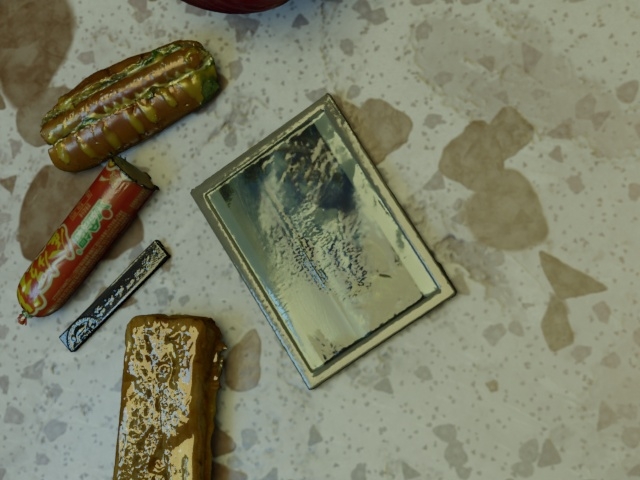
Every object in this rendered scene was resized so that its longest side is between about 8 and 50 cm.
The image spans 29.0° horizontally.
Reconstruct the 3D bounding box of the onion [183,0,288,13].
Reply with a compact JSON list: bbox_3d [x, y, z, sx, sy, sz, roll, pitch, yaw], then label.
[{"bbox_3d":[-0.105,-0.456,1.520,0.353,0.353,0.354,-2,83,16],"label":"onion"}]

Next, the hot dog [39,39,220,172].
[{"bbox_3d":[-0.261,-0.187,1.667,0.269,0.072,0.115,-30,69,12],"label":"hot dog"}]

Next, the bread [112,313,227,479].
[{"bbox_3d":[-0.193,0.230,1.594,0.139,0.077,0.271,2,86,13],"label":"bread"}]

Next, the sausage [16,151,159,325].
[{"bbox_3d":[-0.325,0.009,1.661,0.083,0.083,0.264,40,96,16],"label":"sausage"}]

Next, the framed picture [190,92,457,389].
[{"bbox_3d":[0.000,0.000,1.592,0.232,0.024,0.315,-35,75,11],"label":"framed picture"}]

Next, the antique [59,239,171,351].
[{"bbox_3d":[-0.277,0.076,1.668,0.192,0.015,0.031,-45,74,7],"label":"antique"}]
